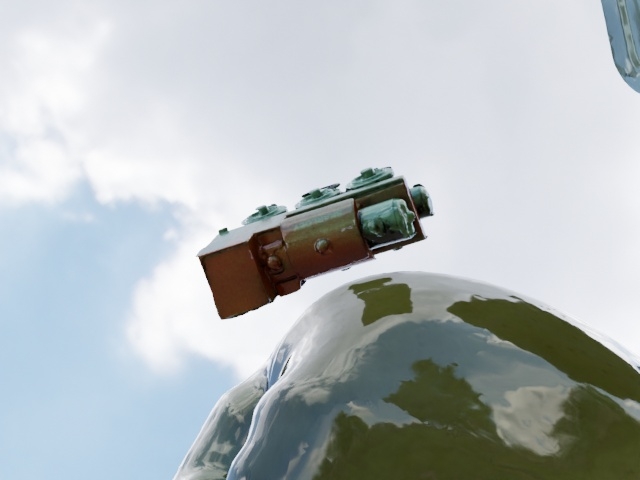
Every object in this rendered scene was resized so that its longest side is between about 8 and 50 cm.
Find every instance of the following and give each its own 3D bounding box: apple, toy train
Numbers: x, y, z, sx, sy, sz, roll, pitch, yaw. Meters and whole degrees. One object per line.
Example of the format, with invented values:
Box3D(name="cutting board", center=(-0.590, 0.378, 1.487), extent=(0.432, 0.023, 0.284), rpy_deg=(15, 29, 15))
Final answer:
Box3D(name="apple", center=(0.052, 0.147, 0.711), extent=(0.262, 0.262, 0.262), rpy_deg=(-17, -53, -23))
Box3D(name="toy train", center=(0.000, 0.000, 1.314), extent=(0.176, 0.118, 0.074), rpy_deg=(-17, -78, 15))

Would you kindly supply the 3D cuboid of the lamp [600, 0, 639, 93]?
Box3D(name="lamp", center=(0.235, -0.155, 0.887), extent=(0.047, 0.269, 0.266), rpy_deg=(-34, -52, -18))
